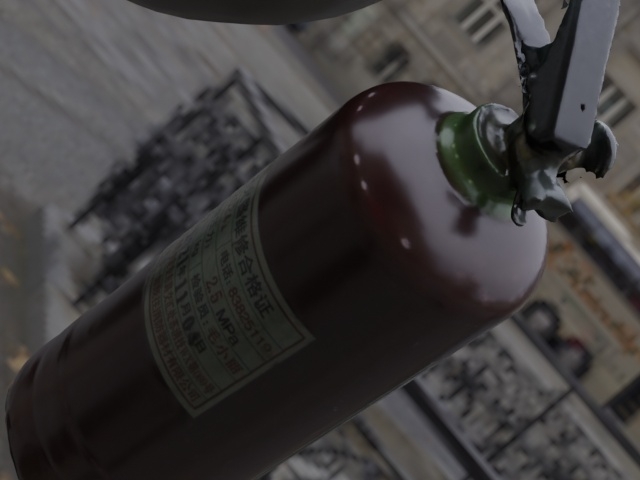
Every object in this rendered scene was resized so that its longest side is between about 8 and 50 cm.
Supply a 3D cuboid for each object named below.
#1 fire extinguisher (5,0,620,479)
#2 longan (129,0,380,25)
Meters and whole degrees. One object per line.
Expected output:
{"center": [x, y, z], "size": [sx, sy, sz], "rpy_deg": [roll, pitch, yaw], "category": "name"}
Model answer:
{"center": [0.000, 0.000, 0.494], "size": [0.071, 0.231, 0.099], "rpy_deg": [21, 47, -33], "category": "fire extinguisher"}
{"center": [-0.002, -0.211, 0.586], "size": [0.243, 0.300, 0.300], "rpy_deg": [14, -22, 43], "category": "longan"}
